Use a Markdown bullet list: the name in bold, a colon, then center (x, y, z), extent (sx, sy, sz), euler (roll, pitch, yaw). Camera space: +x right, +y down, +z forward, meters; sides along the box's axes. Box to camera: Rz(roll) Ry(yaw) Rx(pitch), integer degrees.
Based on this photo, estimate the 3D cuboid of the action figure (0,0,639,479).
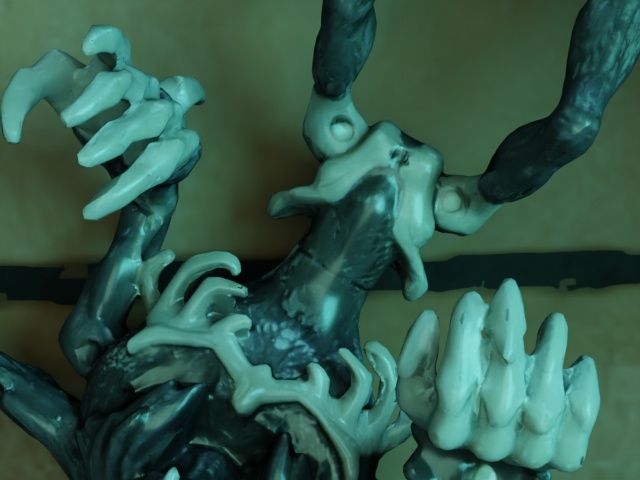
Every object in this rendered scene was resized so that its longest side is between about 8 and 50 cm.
- **action figure**: center (0.000, 0.000, 0.427), extent (0.164, 0.141, 0.275), euler (29, 89, 10)
